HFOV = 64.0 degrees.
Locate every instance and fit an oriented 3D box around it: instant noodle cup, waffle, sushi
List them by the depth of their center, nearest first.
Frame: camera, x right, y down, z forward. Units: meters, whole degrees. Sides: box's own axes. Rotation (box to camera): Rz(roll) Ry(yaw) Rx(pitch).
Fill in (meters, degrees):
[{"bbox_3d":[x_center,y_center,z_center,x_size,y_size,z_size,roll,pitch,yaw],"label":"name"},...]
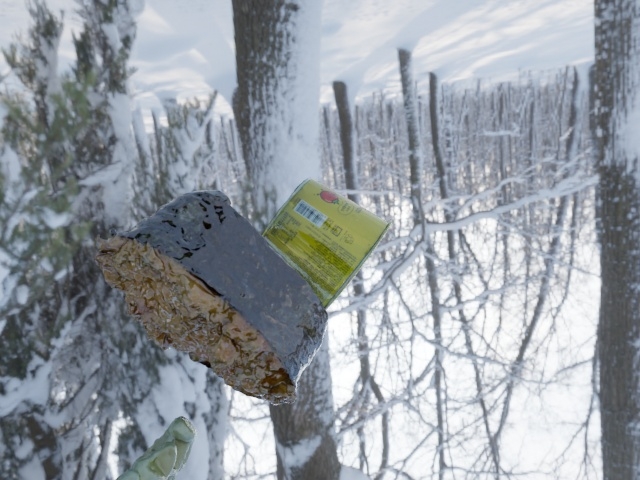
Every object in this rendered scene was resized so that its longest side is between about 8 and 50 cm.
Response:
[{"bbox_3d":[-0.266,0.364,0.631,0.056,0.309,0.292,36,-151,9],"label":"waffle"},{"bbox_3d":[-0.161,0.100,0.783,0.234,0.348,0.207,-46,-177,43],"label":"sushi"},{"bbox_3d":[0.000,0.000,1.392,0.254,0.325,0.325,36,-161,2],"label":"instant noodle cup"}]
